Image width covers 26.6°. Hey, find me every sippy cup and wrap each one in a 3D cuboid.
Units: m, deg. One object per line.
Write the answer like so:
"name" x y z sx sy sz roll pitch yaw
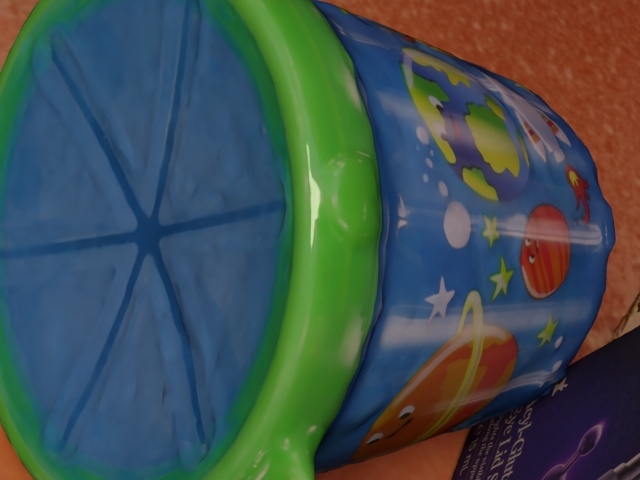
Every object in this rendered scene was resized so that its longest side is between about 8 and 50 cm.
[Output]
"sippy cup" 0.000 0.000 0.592 0.224 0.240 0.305 2 88 -43

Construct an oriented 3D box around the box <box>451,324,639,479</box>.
"box" 0.144 0.132 0.599 0.108 0.207 0.153 35 50 -10
